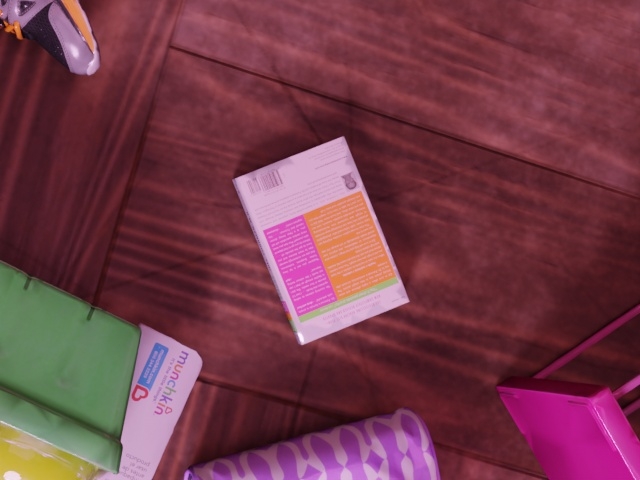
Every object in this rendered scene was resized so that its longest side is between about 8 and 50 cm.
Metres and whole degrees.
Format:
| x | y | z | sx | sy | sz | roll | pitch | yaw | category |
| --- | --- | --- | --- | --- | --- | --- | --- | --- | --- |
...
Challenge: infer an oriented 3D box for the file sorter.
| x | y | z | sx | sy | sz | roll | pitch | yaw | category |
| --- | --- | --- | --- | --- | --- | --- | --- | --- | --- |
| 0.315 | 0.197 | 1.389 | 0.182 | 0.202 | 0.291 | -32 | 95 | -14 | file sorter |

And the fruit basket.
| x | y | z | sx | sy | sz | roll | pitch | yaw | category |
| --- | --- | --- | --- | --- | --- | --- | --- | --- | --- |
| -0.296 | 0.175 | 1.264 | 0.327 | 0.165 | 0.353 | 26 | 86 | -18 | fruit basket |

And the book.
| x | y | z | sx | sy | sz | roll | pitch | yaw | category |
| --- | --- | --- | --- | --- | --- | --- | --- | --- | --- |
| 0.000 | 0.000 | 1.408 | 0.096 | 0.035 | 0.144 | -21 | 93 | -10 | book |

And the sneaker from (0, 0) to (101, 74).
| x | y | z | sx | sy | sz | roll | pitch | yaw | category |
| --- | --- | --- | --- | --- | --- | --- | --- | --- | --- |
| -0.253 | -0.199 | 1.333 | 0.215 | 0.084 | 0.083 | 45 | 81 | 1 | sneaker |

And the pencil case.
| x | y | z | sx | sy | sz | roll | pitch | yaw | category |
| --- | --- | --- | --- | --- | --- | --- | --- | --- | --- |
| -0.007 | 0.195 | 1.371 | 0.206 | 0.086 | 0.088 | -15 | 84 | -13 | pencil case |
